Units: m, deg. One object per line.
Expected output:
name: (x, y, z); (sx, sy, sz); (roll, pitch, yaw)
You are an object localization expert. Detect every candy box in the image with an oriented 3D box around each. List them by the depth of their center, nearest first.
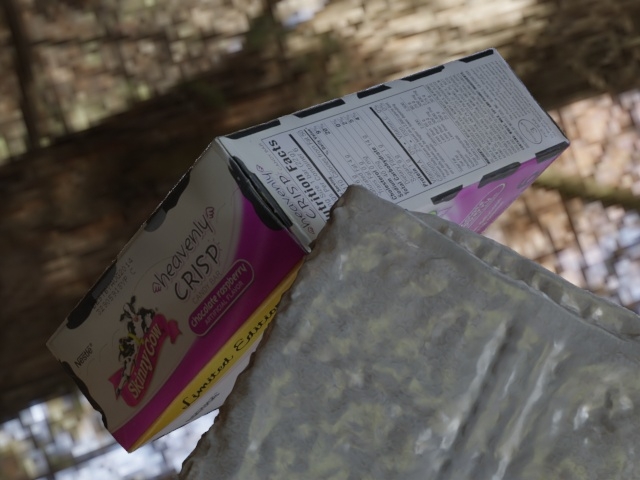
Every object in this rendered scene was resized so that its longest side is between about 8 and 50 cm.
candy box: (0.000, 0.000, 0.943); (0.071, 0.233, 0.159); (52, -52, 13)

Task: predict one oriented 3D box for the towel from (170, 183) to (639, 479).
towel: (0.027, 0.127, 0.736); (0.187, 0.282, 0.049); (28, -22, 9)
